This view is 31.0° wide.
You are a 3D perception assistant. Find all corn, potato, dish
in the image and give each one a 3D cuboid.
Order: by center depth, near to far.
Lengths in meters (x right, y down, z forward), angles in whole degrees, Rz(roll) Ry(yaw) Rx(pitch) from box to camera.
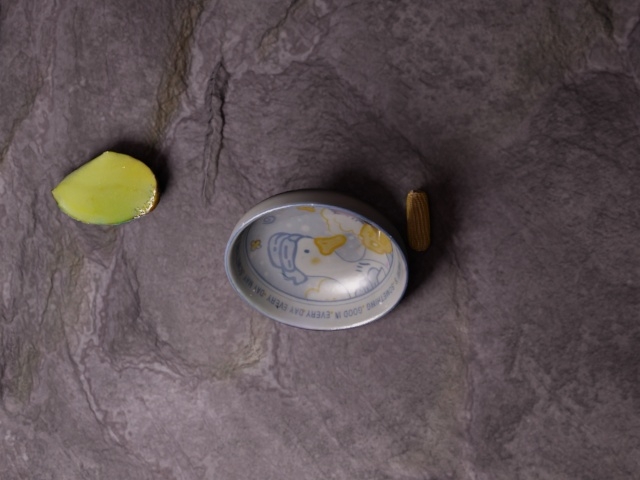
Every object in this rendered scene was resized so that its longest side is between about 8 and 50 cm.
[{"bbox_3d":[0.000,0.000,1.734,0.273,0.134,0.273,4,137,4],"label":"dish"},{"bbox_3d":[0.147,-0.031,1.736,0.037,0.037,0.092,-1,98,17],"label":"corn"},{"bbox_3d":[-0.341,-0.083,1.875,0.198,0.054,0.119,-15,93,23],"label":"potato"}]
